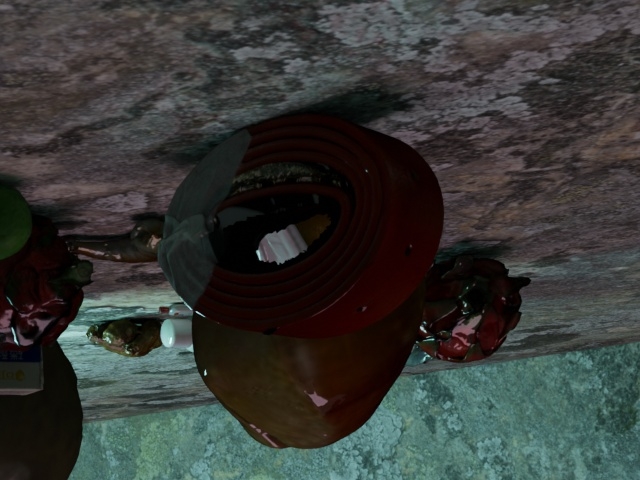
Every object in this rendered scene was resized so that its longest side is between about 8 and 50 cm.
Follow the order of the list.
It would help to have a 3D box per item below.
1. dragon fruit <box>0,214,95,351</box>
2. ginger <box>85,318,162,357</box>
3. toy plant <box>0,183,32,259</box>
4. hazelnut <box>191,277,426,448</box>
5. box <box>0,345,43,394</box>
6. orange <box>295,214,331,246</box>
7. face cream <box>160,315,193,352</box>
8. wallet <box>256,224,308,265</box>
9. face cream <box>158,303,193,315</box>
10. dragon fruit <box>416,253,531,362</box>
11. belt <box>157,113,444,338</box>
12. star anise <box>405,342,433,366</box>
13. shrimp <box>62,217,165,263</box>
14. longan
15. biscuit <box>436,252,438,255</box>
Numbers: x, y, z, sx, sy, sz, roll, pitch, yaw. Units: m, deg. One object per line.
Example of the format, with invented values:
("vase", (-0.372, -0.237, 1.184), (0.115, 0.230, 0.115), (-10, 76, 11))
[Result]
("dragon fruit", (-0.388, 0.057, 1.571), (0.182, 0.182, 0.188), (-2, 166, -17))
("ginger", (-0.373, 0.194, 2.400), (0.103, 0.073, 0.162), (-17, 162, 39))
("toy plant", (-0.444, 0.011, 1.379), (0.218, 0.175, 0.235), (-17, -170, 21))
("hazelnut", (-0.011, 0.126, 1.759), (0.372, 0.315, 0.372), (-33, 177, -2))
("box", (-0.550, 0.112, 1.675), (0.343, 0.200, 0.065), (6, 160, -43))
("orange", (0.000, 0.000, 1.552), (0.159, 0.136, 0.159), (-3, 166, -1))
("face cream", (-0.189, 0.184, 2.415), (0.269, 0.082, 0.082), (2, 165, -36))
("wallet", (-0.078, -0.001, 1.481), (0.124, 0.183, 0.032), (-14, -156, 39))
("face cream", (-0.259, 0.129, 2.276), (0.083, 0.021, 0.040), (1, 165, -23))
("dragon fruit", (0.239, 0.113, 2.058), (0.192, 0.193, 0.274), (19, 171, -2))
("belt", (-0.032, -0.007, 1.298), (0.323, 0.227, 0.115), (-16, 161, 34))
("star anise", (0.234, 0.171, 2.466), (0.212, 0.129, 0.283), (-14, 158, 10))
("shrimp", (-0.277, 0.000, 1.663), (0.166, 0.049, 0.161), (3, 168, -4))
("longan", (-0.596, 0.281, 1.985), (0.404, 0.404, 0.436), (-12, 143, 27))
("biscuit", (0.065, 0.032, 1.974), (0.230, 0.025, 0.131), (-1, 166, -20))
